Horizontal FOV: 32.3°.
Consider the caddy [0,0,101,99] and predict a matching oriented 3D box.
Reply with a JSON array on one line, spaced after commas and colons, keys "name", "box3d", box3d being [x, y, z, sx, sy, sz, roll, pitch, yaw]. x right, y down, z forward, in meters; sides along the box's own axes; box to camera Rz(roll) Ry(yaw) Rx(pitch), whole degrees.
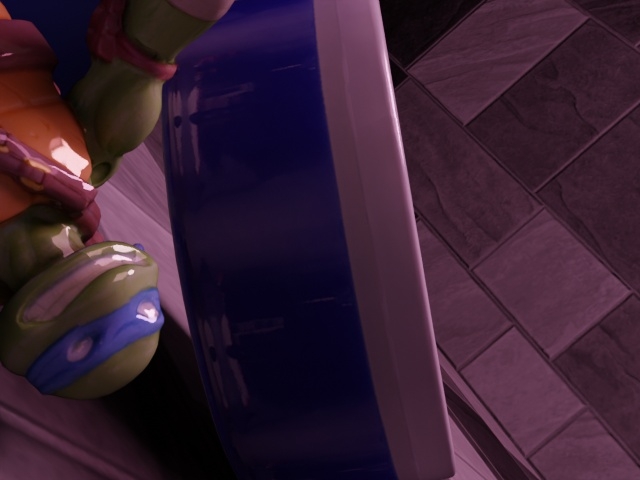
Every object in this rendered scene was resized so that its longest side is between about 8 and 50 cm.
[{"name": "caddy", "box3d": [-0.184, -0.177, 0.645, 0.341, 0.179, 0.241, -7, 78, -86]}]

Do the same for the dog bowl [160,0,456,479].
[{"name": "dog bowl", "box3d": [0.000, 0.000, 0.588, 0.265, 0.104, 0.264, -9, 90, -85]}]

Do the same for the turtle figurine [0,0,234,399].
[{"name": "turtle figurine", "box3d": [-0.124, -0.090, 0.305, 0.266, 0.198, 0.274, 50, 0, 13]}]
